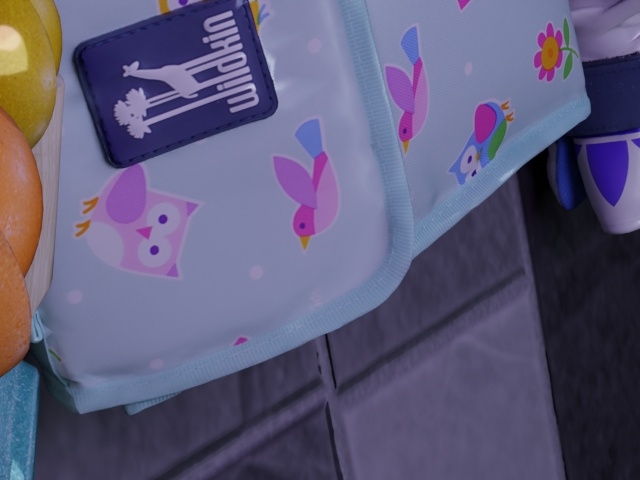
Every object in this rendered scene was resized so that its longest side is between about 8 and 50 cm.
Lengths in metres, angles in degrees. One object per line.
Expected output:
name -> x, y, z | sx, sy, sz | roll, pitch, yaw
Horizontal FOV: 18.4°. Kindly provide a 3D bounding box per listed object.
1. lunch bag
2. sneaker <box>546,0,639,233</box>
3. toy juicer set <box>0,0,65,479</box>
lunch bag -> -0.033, -0.090, 0.712 | 0.262, 0.160, 0.223 | -38, 123, -41
sneaker -> 0.151, -0.125, 1.044 | 0.323, 0.130, 0.236 | 10, 74, -64
toy juicer set -> -0.117, 0.026, 0.515 | 0.329, 0.089, 0.209 | -135, -131, -82
